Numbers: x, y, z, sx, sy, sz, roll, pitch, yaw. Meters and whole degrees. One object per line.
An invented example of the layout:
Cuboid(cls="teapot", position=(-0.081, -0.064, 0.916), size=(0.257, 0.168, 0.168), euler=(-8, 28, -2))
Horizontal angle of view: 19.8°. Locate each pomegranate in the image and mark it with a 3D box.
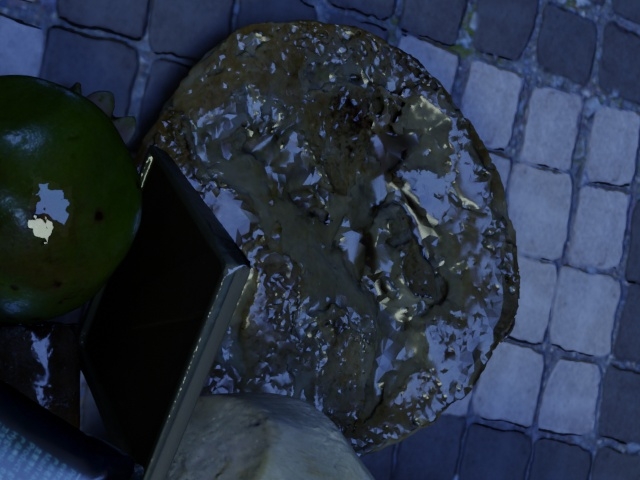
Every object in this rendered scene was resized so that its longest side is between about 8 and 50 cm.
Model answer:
Cuboid(cls="pomegranate", position=(-0.211, -0.045, 1.364), size=(0.187, 0.187, 0.225), euler=(62, 32, -20))

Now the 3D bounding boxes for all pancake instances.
Cuboid(cls="pancake", position=(0.001, 0.000, 1.558), size=(0.387, 0.082, 0.387), euler=(2, 86, -31))

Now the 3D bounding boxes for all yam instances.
Cuboid(cls="yam", position=(-0.219, 0.130, 1.408), size=(0.079, 0.079, 0.141), euler=(-4, 94, -36))

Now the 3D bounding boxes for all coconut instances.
Cuboid(cls="coconut", position=(-0.059, 0.256, 1.422), size=(0.245, 0.245, 0.247), euler=(-51, 132, -23))

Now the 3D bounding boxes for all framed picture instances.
Cuboid(cls="framed picture", position=(-0.126, 0.052, 1.334), size=(0.023, 0.260, 0.189), euler=(17, 105, -24))

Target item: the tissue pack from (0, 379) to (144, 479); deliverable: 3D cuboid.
Cuboid(cls="tissue pack", position=(-0.335, 0.258, 1.198), size=(0.264, 0.253, 0.416), euler=(33, 73, -13))
